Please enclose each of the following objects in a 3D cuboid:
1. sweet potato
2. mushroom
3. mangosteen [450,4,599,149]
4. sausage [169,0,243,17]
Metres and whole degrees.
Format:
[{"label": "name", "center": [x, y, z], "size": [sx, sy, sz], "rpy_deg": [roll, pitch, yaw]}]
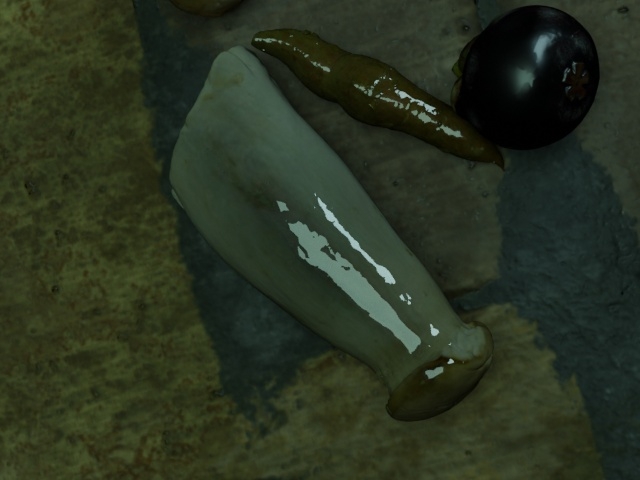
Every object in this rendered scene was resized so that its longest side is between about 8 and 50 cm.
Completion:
[{"label": "sweet potato", "center": [0.058, -0.137, 1.347], "size": [0.274, 0.067, 0.067], "rpy_deg": [29, 96, 9]}, {"label": "mushroom", "center": [-0.009, 0.004, 1.328], "size": [0.154, 0.137, 0.407], "rpy_deg": [-39, 73, -2]}, {"label": "mangosteen", "center": [0.180, -0.152, 1.291], "size": [0.151, 0.137, 0.137], "rpy_deg": [21, 95, 47]}, {"label": "sausage", "center": [-0.032, -0.452, 1.352], "size": [0.136, 0.123, 0.500], "rpy_deg": [25, 95, 43]}]
